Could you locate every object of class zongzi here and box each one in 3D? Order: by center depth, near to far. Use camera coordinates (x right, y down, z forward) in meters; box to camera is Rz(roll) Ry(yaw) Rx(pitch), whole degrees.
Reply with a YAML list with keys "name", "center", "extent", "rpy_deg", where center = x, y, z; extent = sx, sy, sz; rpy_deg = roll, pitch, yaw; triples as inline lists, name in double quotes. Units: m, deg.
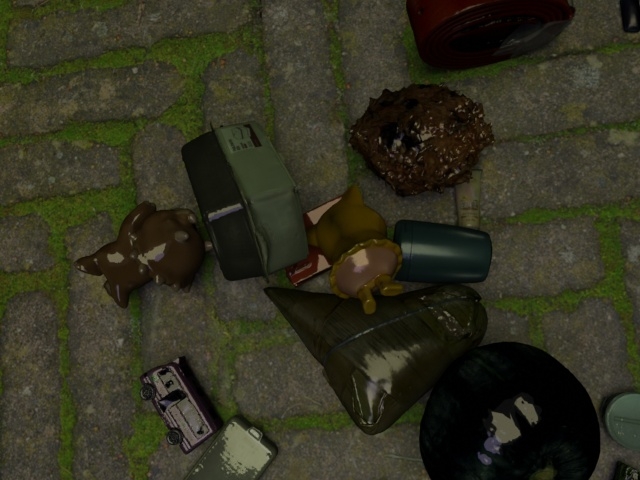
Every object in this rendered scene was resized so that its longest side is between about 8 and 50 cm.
- name: "zongzi"
  center: [0.102, 0.134, 1.003]
  extent: [0.323, 0.160, 0.360]
  rpy_deg: [-37, 62, -12]

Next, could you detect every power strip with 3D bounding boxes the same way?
- name: "power strip"
  center: [-0.200, 0.477, 1.022]
  extent: [0.118, 0.046, 0.270]
  rpy_deg: [37, 86, 9]

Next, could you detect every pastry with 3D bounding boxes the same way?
- name: "pastry"
  center: [0.194, -0.187, 1.014]
  extent: [0.275, 0.193, 0.275]
  rpy_deg: [-7, 37, 6]

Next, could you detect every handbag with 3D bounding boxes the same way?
- name: "handbag"
  center: [0.000, 0.000, 1.069]
  extent: [0.190, 0.063, 0.127]
  rpy_deg: [-27, 79, -1]

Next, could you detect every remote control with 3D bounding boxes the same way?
- name: "remote control"
  center: [0.637, 0.334, 0.934]
  extent: [0.247, 0.052, 0.104]
  rpy_deg: [8, 83, 8]

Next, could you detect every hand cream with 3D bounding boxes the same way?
- name: "hand cream"
  center: [0.301, -0.079, 1.054]
  extent: [0.061, 0.039, 0.143]
  rpy_deg: [-1, 76, 8]

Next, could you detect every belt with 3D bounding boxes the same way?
- name: "belt"
  center: [0.330, -0.442, 1.014]
  extent: [0.324, 0.227, 0.115]
  rpy_deg: [-9, 80, -13]

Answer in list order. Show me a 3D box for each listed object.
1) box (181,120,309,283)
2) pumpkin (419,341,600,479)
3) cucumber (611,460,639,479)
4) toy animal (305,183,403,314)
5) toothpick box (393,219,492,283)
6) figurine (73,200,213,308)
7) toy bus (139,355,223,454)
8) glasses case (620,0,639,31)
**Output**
- name: "box"
  center: [-0.143, -0.075, 0.975]
  extent: [0.166, 0.220, 0.290]
  rpy_deg: [-20, 45, -10]
- name: "pumpkin"
  center: [0.305, 0.315, 0.872]
  extent: [0.315, 0.238, 0.315]
  rpy_deg: [-9, 113, -21]
- name: "cucumber"
  center: [0.520, 0.490, 0.921]
  extent: [0.058, 0.058, 0.187]
  rpy_deg: [28, 85, 11]
- name: "toy animal"
  center: [0.064, 0.021, 0.941]
  extent: [0.156, 0.156, 0.230]
  rpy_deg: [-31, 50, 2]
- name: "toothpick box"
  center: [0.232, 0.024, 1.003]
  extent: [0.184, 0.120, 0.120]
  rpy_deg: [4, 81, 6]
- name: "figurine"
  center: [-0.334, 0.044, 1.045]
  extent: [0.247, 0.177, 0.173]
  rpy_deg: [-39, 59, -11]
- name: "toy bus"
  center: [-0.276, 0.323, 1.039]
  extent: [0.098, 0.087, 0.178]
  rpy_deg: [-35, 81, -1]
- name: "glasses case"
  center: [0.644, -0.473, 1.078]
  extent: [0.033, 0.023, 0.083]
  rpy_deg: [-3, 80, 5]
